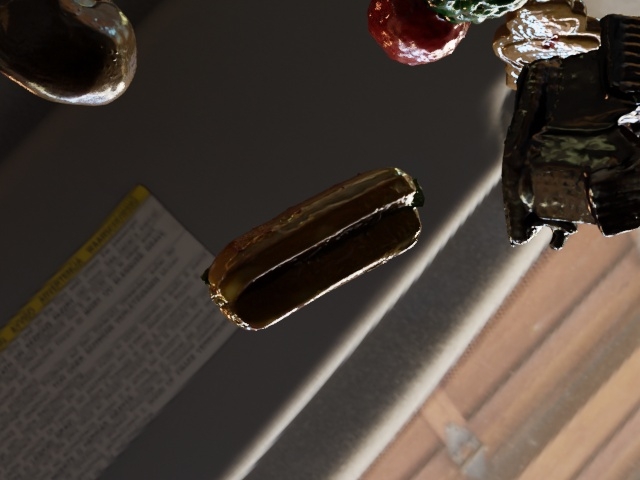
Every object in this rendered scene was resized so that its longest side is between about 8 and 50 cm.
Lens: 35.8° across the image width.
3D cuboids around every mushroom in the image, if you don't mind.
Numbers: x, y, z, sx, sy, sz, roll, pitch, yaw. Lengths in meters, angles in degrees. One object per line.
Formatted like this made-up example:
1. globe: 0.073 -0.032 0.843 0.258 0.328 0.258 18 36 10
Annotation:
1. mushroom: -0.333 -0.269 1.237 0.231 0.194 0.138 35 -74 2

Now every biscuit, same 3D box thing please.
1. biscuit: 0.361 -0.300 1.553 0.295 0.186 0.044 39 -128 -61

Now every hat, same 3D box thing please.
1. hat: 0.169 -0.310 1.055 0.274 0.242 0.332 -46 -11 -47

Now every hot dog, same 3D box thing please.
1. hot dog: 0.000 0.000 0.971 0.250 0.076 0.104 -31 -53 -25

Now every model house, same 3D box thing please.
1. model house: 0.242 -0.087 0.818 0.141 0.164 0.203 43 -124 -52
